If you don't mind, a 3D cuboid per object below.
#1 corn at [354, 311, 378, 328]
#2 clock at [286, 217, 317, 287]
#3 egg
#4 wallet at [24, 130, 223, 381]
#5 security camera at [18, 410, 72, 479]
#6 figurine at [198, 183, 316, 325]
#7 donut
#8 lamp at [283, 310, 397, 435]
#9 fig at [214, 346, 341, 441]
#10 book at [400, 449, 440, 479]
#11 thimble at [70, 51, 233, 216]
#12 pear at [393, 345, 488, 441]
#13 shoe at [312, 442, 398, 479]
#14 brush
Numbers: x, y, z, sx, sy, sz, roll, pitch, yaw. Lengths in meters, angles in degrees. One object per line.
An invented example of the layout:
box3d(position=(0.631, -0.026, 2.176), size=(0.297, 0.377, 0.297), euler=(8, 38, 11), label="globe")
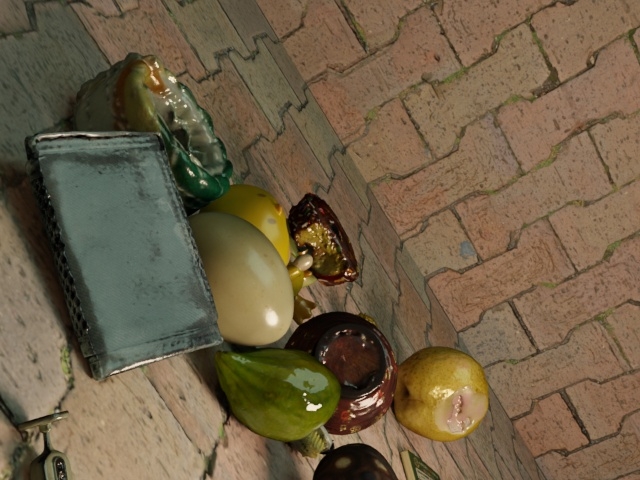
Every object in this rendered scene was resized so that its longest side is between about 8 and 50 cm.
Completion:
box3d(position=(0.102, 0.276, 2.036), size=(0.260, 0.091, 0.091), euler=(-89, 169, -56), label="corn")
box3d(position=(-0.060, 0.032, 1.989), size=(0.170, 0.069, 0.232), euler=(62, 14, 5), label="clock")
box3d(position=(-0.150, 0.066, 1.371), size=(0.253, 0.188, 0.188), euler=(46, 15, 3), label="egg")
box3d(position=(-0.280, 0.011, 1.179), size=(0.237, 0.075, 0.342), euler=(-11, 80, -52), label="wallet")
box3d(position=(-0.292, 0.237, 0.902), size=(0.058, 0.058, 0.092), euler=(13, 58, -70), label="security camera")
box3d(position=(-0.111, 0.032, 1.622), size=(0.343, 0.187, 0.215), euler=(51, 8, -52), label="figurine")
box3d(position=(0.001, 0.001, 1.920), size=(0.230, 0.096, 0.216), euler=(55, 12, -22), label="donut")
box3d(position=(0.034, 0.257, 1.614), size=(0.247, 0.247, 0.247), euler=(54, 16, -24), label="lamp")
box3d(position=(-0.078, 0.256, 1.372), size=(0.234, 0.167, 0.167), euler=(1, 58, -46), label="fig")
box3d(position=(0.278, 0.665, 2.032), size=(0.202, 0.027, 0.264), euler=(45, 23, -44), label="book")
box3d(position=(-0.287, -0.169, 1.417), size=(0.288, 0.167, 0.254), euler=(59, 15, -13), label="thimble")
box3d(position=(0.314, 0.407, 2.210), size=(0.271, 0.271, 0.271), euler=(54, 16, -24), label="pear")
box3d(position=(0.065, 0.517, 1.322), size=(0.237, 0.171, 0.383), euler=(35, 38, -67), label="shoe")
box3d(position=(-0.080, 0.289, 1.500), size=(0.296, 0.068, 0.060), euler=(55, 38, -9), label="brush")
